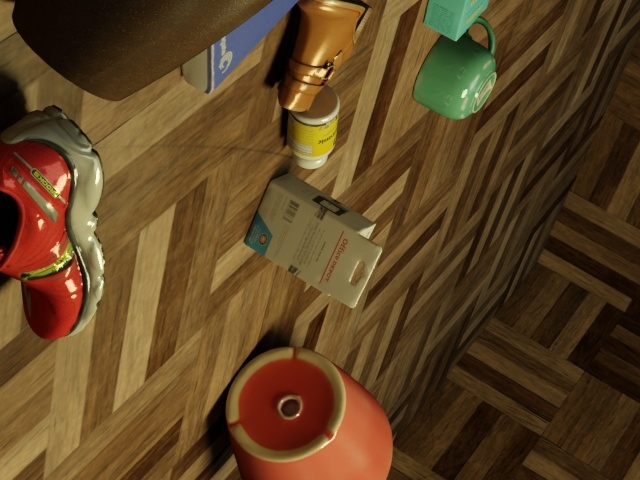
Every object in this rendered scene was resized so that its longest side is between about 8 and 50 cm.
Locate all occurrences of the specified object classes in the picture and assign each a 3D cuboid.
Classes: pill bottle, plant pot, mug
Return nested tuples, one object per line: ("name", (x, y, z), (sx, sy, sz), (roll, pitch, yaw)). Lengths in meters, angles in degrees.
("pill bottle", (-0.011, -0.144, 1.752), (0.065, 0.065, 0.116), (-51, 163, -28))
("plant pot", (-0.123, -0.226, 1.039), (0.230, 0.215, 0.215), (-48, 168, 16))
("mug", (0.228, -0.271, 2.197), (0.129, 0.097, 0.157), (-36, 153, -55))
("plant pot", (-0.030, 0.306, 2.220), (0.275, 0.275, 0.243), (-54, 155, -17))

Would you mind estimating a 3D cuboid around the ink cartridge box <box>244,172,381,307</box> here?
("ink cartridge box", (0.000, 0.000, 1.838), (0.060, 0.180, 0.104), (-28, 147, -62))

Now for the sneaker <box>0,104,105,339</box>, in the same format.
("sneaker", (-0.265, -0.004, 1.211), (0.118, 0.107, 0.279), (-28, 148, -28))

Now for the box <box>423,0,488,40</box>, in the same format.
("box", (0.217, -0.412, 1.969), (0.100, 0.060, 0.244), (-49, 162, -33))

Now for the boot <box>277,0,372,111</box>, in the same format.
("boot", (-0.010, -0.223, 1.598), (0.152, 0.073, 0.197), (-58, 163, 11))

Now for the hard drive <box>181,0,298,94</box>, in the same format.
("hard drive", (-0.032, -0.320, 1.397), (0.318, 0.040, 0.210), (-51, 163, -28))
